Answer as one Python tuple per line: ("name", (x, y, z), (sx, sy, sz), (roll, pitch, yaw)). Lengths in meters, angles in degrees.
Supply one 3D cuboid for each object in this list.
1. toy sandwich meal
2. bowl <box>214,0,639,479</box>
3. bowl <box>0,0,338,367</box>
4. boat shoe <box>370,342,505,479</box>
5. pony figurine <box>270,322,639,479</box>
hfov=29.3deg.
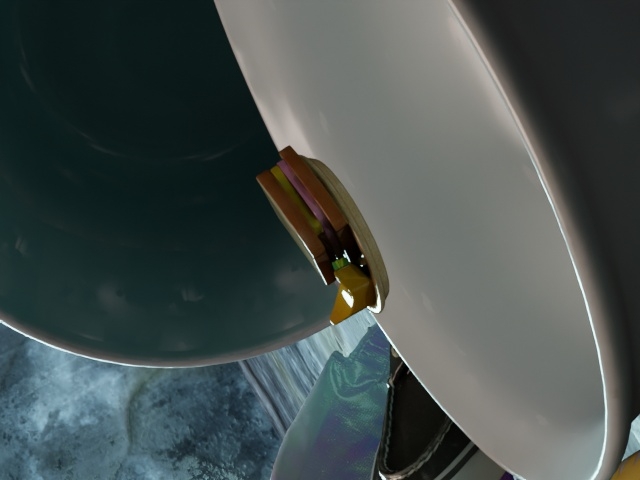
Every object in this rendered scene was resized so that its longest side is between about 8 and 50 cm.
("toy sandwich meal", (0.000, 0.000, 0.522), (0.086, 0.029, 0.085), (58, 169, 19))
("bowl", (0.071, -0.063, 0.472), (0.298, 0.134, 0.298), (57, 168, 18))
("bowl", (-0.079, -0.100, 0.691), (0.163, 0.311, 0.312), (-108, -3, -59))
("boat shoe", (0.064, 0.052, 0.622), (0.077, 0.219, 0.070), (-22, 117, 37))
("pony figurine", (0.083, 0.218, 0.655), (0.303, 0.351, 0.363), (43, 148, -2))
